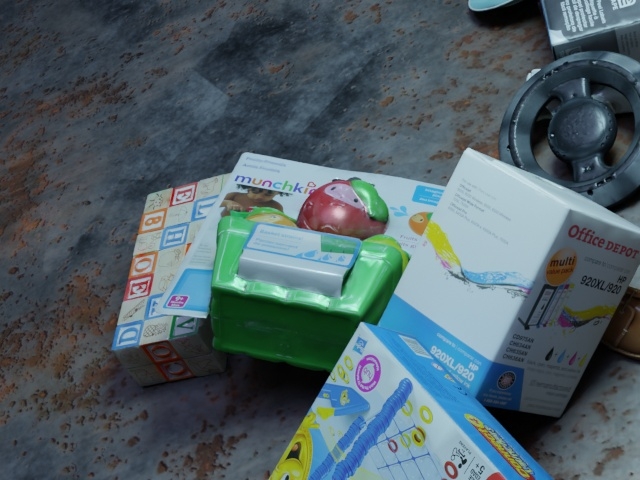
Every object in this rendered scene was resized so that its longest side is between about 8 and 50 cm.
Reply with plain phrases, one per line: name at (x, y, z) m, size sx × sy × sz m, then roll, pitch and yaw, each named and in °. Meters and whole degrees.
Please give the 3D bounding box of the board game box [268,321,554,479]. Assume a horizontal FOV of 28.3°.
board game box at (0.070, 0.291, 1.266) m, size 0.302 × 0.086 × 0.308 m, roll -60°, pitch 40°, yaw 14°

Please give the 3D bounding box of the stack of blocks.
stack of blocks at (-0.170, 0.048, 1.758) m, size 0.171 × 0.087 × 0.297 m, roll -13°, pitch 44°, yaw 19°

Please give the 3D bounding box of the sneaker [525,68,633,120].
sneaker at (0.356, -0.179, 1.706) m, size 0.190 × 0.071 × 0.083 m, roll 6°, pitch 65°, yaw 38°

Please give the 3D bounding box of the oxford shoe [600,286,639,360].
oxford shoe at (0.344, 0.082, 1.436) m, size 0.212 × 0.076 × 0.076 m, roll 11°, pitch 53°, yaw 35°

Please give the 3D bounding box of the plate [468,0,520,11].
plate at (0.312, -0.407, 1.952) m, size 0.188 × 0.024 × 0.188 m, roll -33°, pitch 23°, yaw 16°

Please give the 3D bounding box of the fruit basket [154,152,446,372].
fruit basket at (0.000, 0.000, 1.614) m, size 0.327 × 0.165 × 0.353 m, roll 11°, pitch 45°, yaw 12°

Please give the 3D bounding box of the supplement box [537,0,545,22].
supplement box at (0.373, -0.352, 1.875) m, size 0.083 × 0.043 × 0.055 m, roll 9°, pitch 54°, yaw 37°

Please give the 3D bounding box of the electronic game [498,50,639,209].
electronic game at (0.339, -0.140, 1.641) m, size 0.229 × 0.048 × 0.229 m, roll -12°, pitch 65°, yaw 27°

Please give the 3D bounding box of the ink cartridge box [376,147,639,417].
ink cartridge box at (0.213, 0.048, 1.398) m, size 0.168 × 0.171 × 0.233 m, roll 36°, pitch 105°, yaw 45°

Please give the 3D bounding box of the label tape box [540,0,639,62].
label tape box at (0.465, -0.376, 1.742) m, size 0.333 × 0.106 × 0.241 m, roll -14°, pitch 59°, yaw 13°
